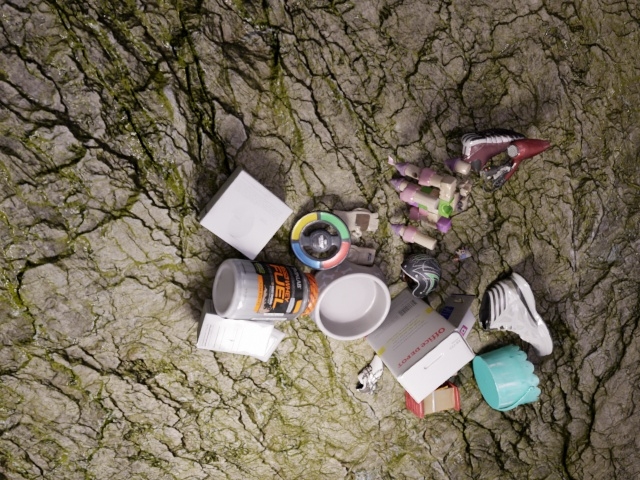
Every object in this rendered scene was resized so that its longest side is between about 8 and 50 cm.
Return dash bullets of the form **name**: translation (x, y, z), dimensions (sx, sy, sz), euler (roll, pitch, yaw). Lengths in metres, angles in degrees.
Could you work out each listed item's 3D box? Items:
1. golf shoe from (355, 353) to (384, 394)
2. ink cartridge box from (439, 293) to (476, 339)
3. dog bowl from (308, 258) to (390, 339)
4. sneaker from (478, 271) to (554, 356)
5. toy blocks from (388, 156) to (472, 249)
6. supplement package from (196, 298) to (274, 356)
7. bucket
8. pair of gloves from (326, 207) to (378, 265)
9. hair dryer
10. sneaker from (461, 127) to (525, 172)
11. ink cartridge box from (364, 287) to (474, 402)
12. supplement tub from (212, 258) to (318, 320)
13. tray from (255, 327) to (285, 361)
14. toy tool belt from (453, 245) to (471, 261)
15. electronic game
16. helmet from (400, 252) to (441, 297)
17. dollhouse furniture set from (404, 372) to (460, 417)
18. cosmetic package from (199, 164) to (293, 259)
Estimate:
- **golf shoe**: translation (0.213, 0.580, 1.833), dimensions (0.094, 0.077, 0.198), euler (11, 102, -19)
- **ink cartridge box**: translation (0.519, 0.388, 1.741), dimensions (0.069, 0.176, 0.371), euler (35, 77, -11)
- **dog bowl**: translation (0.117, 0.241, 1.666), dimensions (0.349, 0.102, 0.348), euler (-6, 116, -12)
- **sneaker**: translation (0.875, 0.382, 1.945), dimensions (0.257, 0.169, 0.447), euler (-28, 104, 3)
- **toy blocks**: translation (0.384, -0.181, 1.603), dimensions (0.309, 0.260, 0.288), euler (-46, 145, -25)
- **supplement package**: translation (-0.312, 0.316, 1.532), dimensions (0.244, 0.139, 0.134), euler (14, 101, -18)
- **bucket**: translation (0.839, 0.626, 1.931), dimensions (0.183, 0.281, 0.281), euler (-14, 110, -3)
- **pair of gloves**: translation (0.124, -0.012, 1.649), dimensions (0.204, 0.042, 0.240), euler (-3, 109, -19)
- **hair dryer**: translation (0.768, -0.319, 1.680), dimensions (0.293, 0.080, 0.223), euler (-31, 157, 13)
- **sneaker**: translation (0.674, -0.354, 1.692), dimensions (0.281, 0.106, 0.162), euler (-7, 124, -15)
- **ink cartridge box**: translation (0.360, 0.394, 1.652), dimensions (0.279, 0.384, 0.160), euler (-39, 112, -2)
- **supplement tub**: translation (-0.189, 0.180, 1.497), dimensions (0.338, 0.207, 0.207), euler (9, 104, -37)
- **tray**: translation (-0.283, 0.372, 1.649), dimensions (0.270, 0.030, 0.145), euler (33, 96, -22)
- **toy tool belt**: translation (0.601, 0.055, 1.811), dimensions (0.083, 0.052, 0.051), euler (-16, 79, -15)
- **electronic game**: translation (0.000, 0.000, 1.575), dimensions (0.229, 0.048, 0.229), euler (2, 105, 6)
- **helmet**: translation (0.405, 0.130, 1.710), dimensions (0.169, 0.169, 0.161), euler (-10, 124, -14)
- **dollhouse furniture set**: translation (0.493, 0.578, 1.900), dimensions (0.201, 0.152, 0.374), euler (-3, 90, -15)
- **cosmetic package**: translation (-0.257, -0.098, 1.457), dimensions (0.224, 0.138, 0.224), euler (39, 94, -23)
